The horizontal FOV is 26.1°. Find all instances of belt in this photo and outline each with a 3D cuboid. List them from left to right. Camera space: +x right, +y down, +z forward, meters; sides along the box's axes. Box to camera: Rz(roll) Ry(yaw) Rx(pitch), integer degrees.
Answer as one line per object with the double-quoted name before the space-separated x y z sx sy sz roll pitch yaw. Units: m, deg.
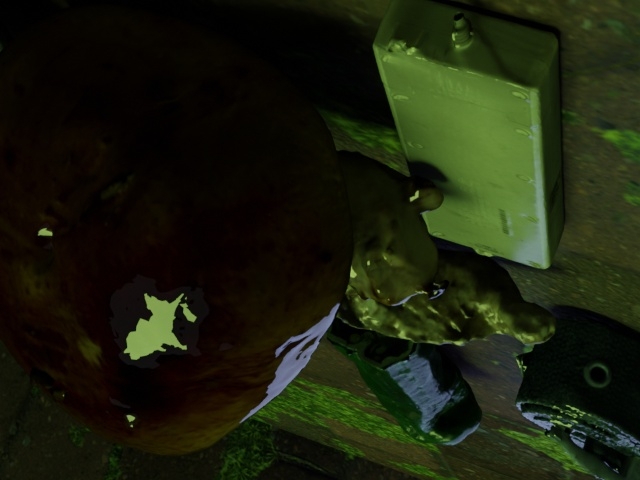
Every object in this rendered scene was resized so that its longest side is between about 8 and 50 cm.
"belt" 0.278 0.166 1.338 0.122 0.128 0.218 5 159 47

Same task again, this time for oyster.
"oyster" 0.011 0.003 1.251 0.396 0.111 0.204 22 -177 -4

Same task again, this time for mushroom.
"mushroom" -0.095 -0.005 0.996 0.259 0.345 0.345 -15 -166 -41

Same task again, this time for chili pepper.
"chili pepper" 0.113 0.168 1.647 0.136 0.099 0.270 1 152 33

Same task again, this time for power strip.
"power strip" 0.109 -0.063 0.935 0.106 0.043 0.367 18 165 15

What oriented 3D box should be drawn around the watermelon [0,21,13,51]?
"watermelon" -0.340 -0.126 1.090 0.305 0.180 0.224 20 168 -32
